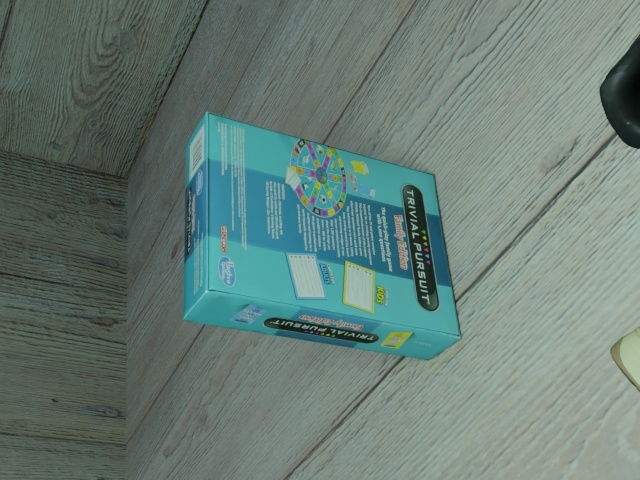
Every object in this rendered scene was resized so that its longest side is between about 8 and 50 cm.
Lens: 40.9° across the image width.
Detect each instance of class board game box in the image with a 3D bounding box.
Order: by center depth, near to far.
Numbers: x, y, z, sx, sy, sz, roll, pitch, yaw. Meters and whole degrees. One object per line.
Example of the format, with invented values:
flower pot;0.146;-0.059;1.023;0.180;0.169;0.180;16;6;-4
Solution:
board game box;0.000;0.000;1.075;0.079;0.336;0.253;-46;39;47

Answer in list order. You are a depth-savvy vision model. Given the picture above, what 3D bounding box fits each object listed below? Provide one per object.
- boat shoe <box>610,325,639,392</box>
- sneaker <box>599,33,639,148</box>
boat shoe;0.337;0.153;0.560;0.110;0.122;0.341;-46;47;11
sneaker;0.320;-0.097;0.502;0.202;0.185;0.483;-32;5;-1
